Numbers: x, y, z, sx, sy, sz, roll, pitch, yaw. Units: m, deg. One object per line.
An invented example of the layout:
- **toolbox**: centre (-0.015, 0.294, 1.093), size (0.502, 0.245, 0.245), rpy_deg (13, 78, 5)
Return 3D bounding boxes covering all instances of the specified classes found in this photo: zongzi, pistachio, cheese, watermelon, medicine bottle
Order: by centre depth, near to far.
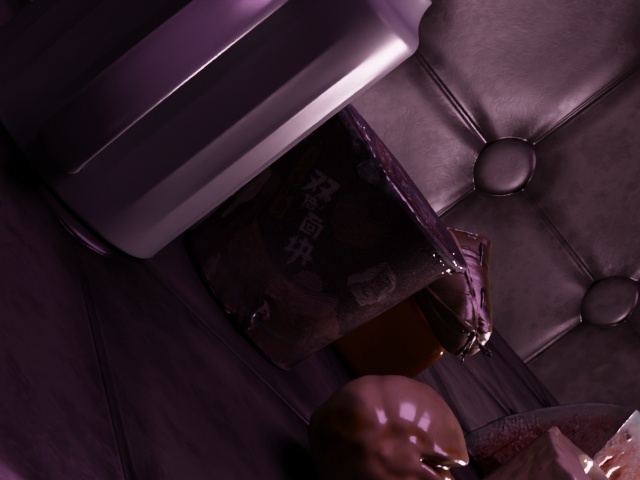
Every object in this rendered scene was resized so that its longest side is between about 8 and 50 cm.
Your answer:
- **pistachio**: centre (0.058, 0.185, 1.381), size (0.144, 0.144, 0.215), rpy_deg (56, -2, 20)
- **zongzi**: centre (0.110, 0.050, 1.800), size (0.178, 0.081, 0.189), rpy_deg (21, 43, -17)
- **cheese**: centre (0.308, 0.374, 1.887), size (0.292, 0.153, 0.332), rpy_deg (55, 9, 20)
- **medicine bottle**: centre (0.047, 0.062, 1.888), size (0.222, 0.112, 0.149), rpy_deg (53, 10, -4)
- **watermelon**: centre (0.338, 0.343, 2.132), size (0.213, 0.261, 0.201), rpy_deg (53, 35, -25)

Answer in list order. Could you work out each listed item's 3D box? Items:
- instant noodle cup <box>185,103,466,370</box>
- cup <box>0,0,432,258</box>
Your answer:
- **instant noodle cup**: centre (0.000, 0.000, 1.557), size (0.217, 0.207, 0.217), rpy_deg (52, 9, -11)
- **cup**: centre (-0.096, -0.166, 1.295), size (0.237, 0.327, 0.323), rpy_deg (52, 10, -6)
